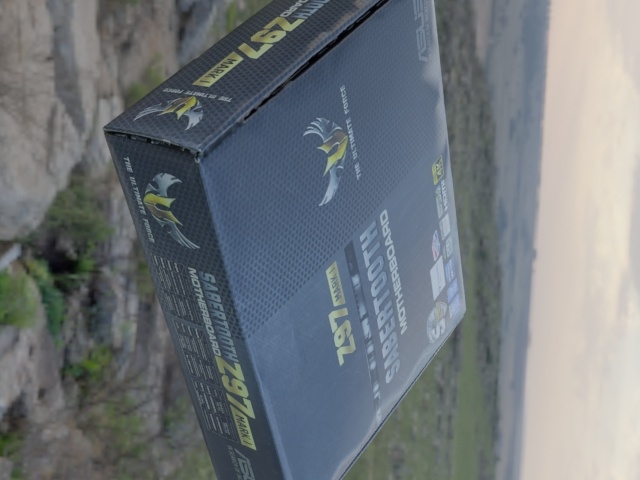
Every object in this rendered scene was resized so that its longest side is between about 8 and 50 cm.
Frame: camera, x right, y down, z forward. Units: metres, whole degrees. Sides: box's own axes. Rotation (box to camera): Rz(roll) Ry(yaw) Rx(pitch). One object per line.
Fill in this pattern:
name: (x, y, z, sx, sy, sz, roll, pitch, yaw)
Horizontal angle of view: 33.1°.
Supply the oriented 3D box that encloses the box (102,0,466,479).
box: (0.000, 0.000, 0.540, 0.183, 0.059, 0.233, -45, 137, -38)
